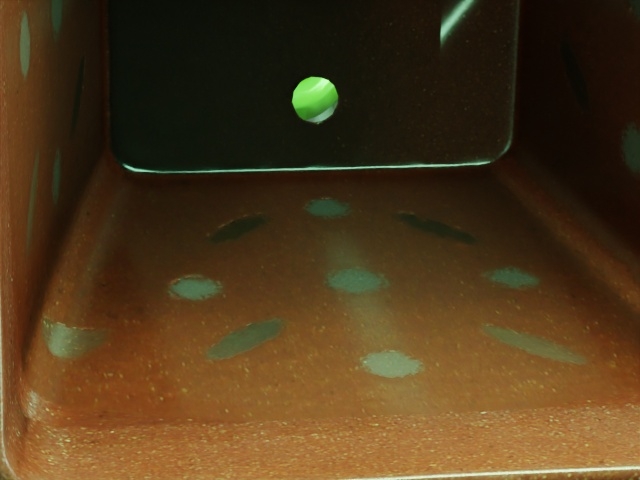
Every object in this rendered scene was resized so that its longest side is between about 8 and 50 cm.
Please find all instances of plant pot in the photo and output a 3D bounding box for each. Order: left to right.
[{"bbox_3d":[0.018,-0.081,0.621,0.236,0.267,0.267,-118,-152,-72],"label":"plant pot"}]

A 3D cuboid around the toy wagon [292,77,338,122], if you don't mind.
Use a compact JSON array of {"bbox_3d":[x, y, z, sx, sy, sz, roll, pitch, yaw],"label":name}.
[{"bbox_3d":[-0.009,-0.026,1.053,0.267,0.068,0.344,72,32,-65],"label":"toy wagon"}]
